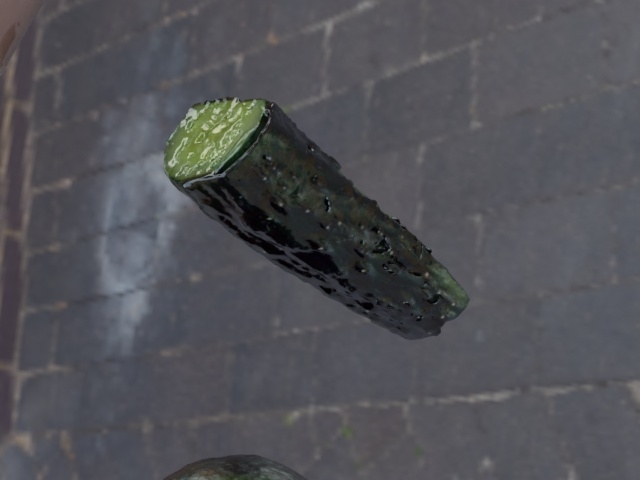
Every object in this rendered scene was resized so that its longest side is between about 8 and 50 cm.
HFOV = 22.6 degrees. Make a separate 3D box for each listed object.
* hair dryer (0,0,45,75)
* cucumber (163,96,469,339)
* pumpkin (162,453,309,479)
[{"bbox_3d":[-0.057,-0.156,0.705,0.344,0.107,0.189,10,61,31],"label":"hair dryer"},{"bbox_3d":[0.000,0.002,0.918,0.078,0.211,0.062,6,61,45],"label":"cucumber"},{"bbox_3d":[-0.029,0.227,0.914,0.162,0.220,0.220,-38,43,2],"label":"pumpkin"}]
